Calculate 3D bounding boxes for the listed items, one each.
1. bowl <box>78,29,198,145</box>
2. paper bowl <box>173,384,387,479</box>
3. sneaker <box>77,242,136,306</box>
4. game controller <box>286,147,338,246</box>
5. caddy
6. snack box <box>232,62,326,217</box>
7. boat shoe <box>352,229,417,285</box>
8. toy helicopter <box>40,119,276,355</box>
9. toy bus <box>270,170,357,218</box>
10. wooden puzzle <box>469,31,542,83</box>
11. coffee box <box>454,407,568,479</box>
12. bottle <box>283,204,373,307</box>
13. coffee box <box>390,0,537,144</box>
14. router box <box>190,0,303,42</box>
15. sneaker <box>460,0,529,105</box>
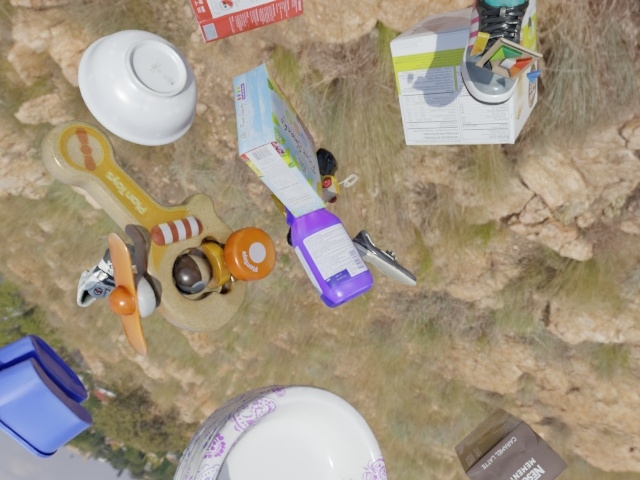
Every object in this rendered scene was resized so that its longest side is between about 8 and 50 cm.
[{"bbox_3d":[-0.424,-0.398,1.124,0.298,0.297,0.134,40,149,-24],"label":"bowl"},{"bbox_3d":[-0.060,0.342,0.612,0.284,0.284,0.148,37,148,-20],"label":"paper bowl"},{"bbox_3d":[-0.787,0.139,1.683,0.331,0.146,0.123,-37,129,25],"label":"sneaker"},{"bbox_3d":[-0.023,-0.127,1.427,0.067,0.318,0.166,20,-179,10],"label":"game controller"},{"bbox_3d":[-0.769,0.419,1.204,0.241,0.179,0.341,35,152,50],"label":"caddy"},{"bbox_3d":[-0.068,-0.165,0.790,0.070,0.174,0.207,-19,148,16],"label":"snack box"},{"bbox_3d":[0.175,0.045,1.200,0.206,0.064,0.075,33,162,-2],"label":"boat shoe"},{"bbox_3d":[-0.244,-0.003,0.635,0.140,0.234,0.355,-10,127,44],"label":"toy helicopter"},{"bbox_3d":[-0.035,-0.132,1.218,0.104,0.202,0.190,52,129,25],"label":"toy bus"},{"bbox_3d":[0.270,-0.260,0.660,0.117,0.014,0.078,16,168,-2],"label":"wooden puzzle"},{"bbox_3d":[0.350,0.413,0.872,0.098,0.141,0.246,47,179,19],"label":"coffee box"},{"bbox_3d":[0.000,0.000,0.976,0.282,0.118,0.092,60,155,13],"label":"bottle"},{"bbox_3d":[0.456,-0.510,1.401,0.339,0.337,0.334,7,128,34],"label":"coffee box"},{"bbox_3d":[-0.245,-0.767,1.317,0.302,0.335,0.082,-20,163,-5],"label":"router box"},{"bbox_3d":[0.332,-0.412,0.830,0.124,0.295,0.178,5,156,11],"label":"sneaker"}]
